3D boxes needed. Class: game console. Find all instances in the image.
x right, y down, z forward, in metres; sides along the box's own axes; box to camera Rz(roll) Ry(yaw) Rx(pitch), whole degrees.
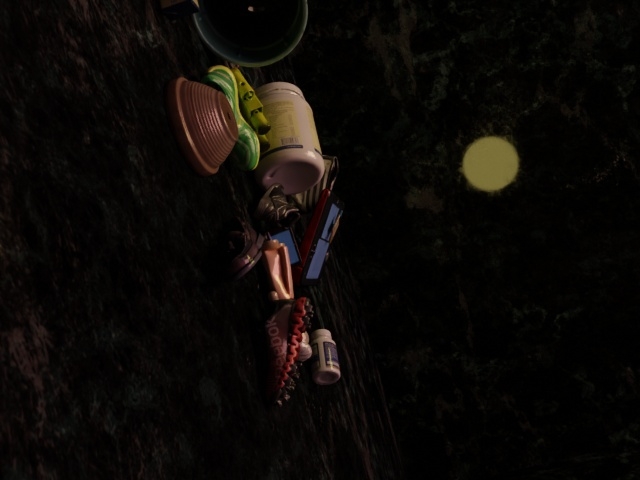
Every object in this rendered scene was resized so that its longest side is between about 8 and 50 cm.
[{"bbox_3d":[-0.121,0.034,1.851,0.124,0.085,0.144,-68,141,-77],"label":"game console"},{"bbox_3d":[0.000,0.000,2.177,0.386,0.060,0.342,24,89,-80],"label":"game console"}]

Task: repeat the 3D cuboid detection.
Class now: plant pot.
[{"bbox_3d":[-0.265,-0.278,1.428,0.237,0.109,0.238,-16,90,-83],"label":"plant pot"},{"bbox_3d":[-0.213,-0.766,1.865,0.334,0.340,0.341,-93,165,-51],"label":"plant pot"}]

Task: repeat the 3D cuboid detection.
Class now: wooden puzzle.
[{"bbox_3d":[0.053,-0.051,2.218,0.079,0.014,0.116,101,12,-49],"label":"wooden puzzle"}]

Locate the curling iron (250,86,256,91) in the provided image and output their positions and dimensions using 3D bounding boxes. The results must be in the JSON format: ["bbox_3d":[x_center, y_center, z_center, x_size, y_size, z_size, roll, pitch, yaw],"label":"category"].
[{"bbox_3d":[-0.256,-0.536,2.221,0.274,0.035,0.068,-60,137,-77],"label":"curling iron"}]

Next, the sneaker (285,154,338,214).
[{"bbox_3d":[-0.073,-0.314,2.235,0.169,0.257,0.448,34,40,-77],"label":"sneaker"}]

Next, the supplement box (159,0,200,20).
[{"bbox_3d":[-0.361,-0.615,1.522,0.056,0.083,0.083,28,47,-79],"label":"supplement box"}]

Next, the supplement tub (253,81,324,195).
[{"bbox_3d":[-0.125,-0.341,2.024,0.235,0.235,0.325,58,18,-61],"label":"supplement tub"}]

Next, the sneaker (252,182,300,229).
[{"bbox_3d":[-0.126,-0.102,1.877,0.130,0.087,0.227,29,22,-6],"label":"sneaker"}]

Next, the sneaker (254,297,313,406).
[{"bbox_3d":[-0.107,0.265,1.487,0.098,0.135,0.276,85,17,-66],"label":"sneaker"}]

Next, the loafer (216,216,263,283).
[{"bbox_3d":[-0.199,0.015,1.404,0.095,0.109,0.302,52,7,-11],"label":"loafer"}]

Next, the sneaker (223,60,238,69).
[{"bbox_3d":[-0.288,-0.626,2.042,0.063,0.074,0.171,60,16,-58],"label":"sneaker"}]

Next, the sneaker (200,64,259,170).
[{"bbox_3d":[-0.260,-0.321,1.644,0.123,0.109,0.296,-52,128,-56],"label":"sneaker"}]

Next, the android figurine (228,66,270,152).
[{"bbox_3d":[-0.231,-0.393,1.778,0.273,0.056,0.248,56,-19,20],"label":"android figurine"}]

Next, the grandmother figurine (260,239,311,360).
[{"bbox_3d":[-0.100,0.173,1.694,0.208,0.104,0.343,13,58,-69],"label":"grandmother figurine"}]

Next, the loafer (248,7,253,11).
[{"bbox_3d":[-0.312,-0.859,2.206,0.320,0.111,0.112,-94,174,-53],"label":"loafer"}]

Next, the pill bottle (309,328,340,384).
[{"bbox_3d":[0.010,0.385,2.011,0.094,0.094,0.169,65,13,-47],"label":"pill bottle"}]
